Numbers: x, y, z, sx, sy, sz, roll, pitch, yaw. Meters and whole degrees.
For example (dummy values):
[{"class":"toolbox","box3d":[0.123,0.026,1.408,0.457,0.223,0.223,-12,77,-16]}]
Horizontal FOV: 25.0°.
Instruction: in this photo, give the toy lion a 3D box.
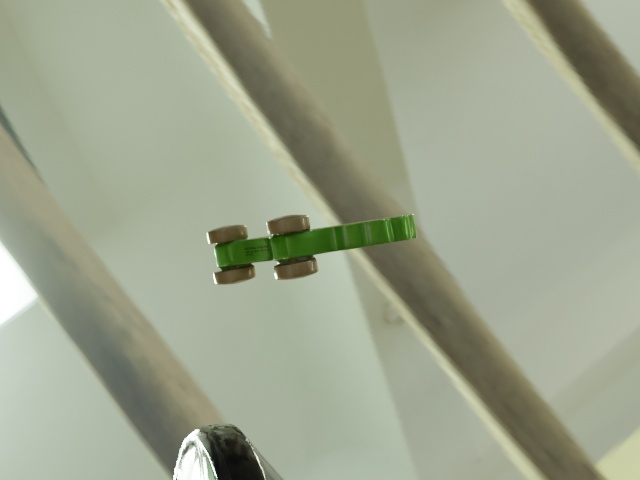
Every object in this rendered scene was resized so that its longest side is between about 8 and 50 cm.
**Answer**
[{"class":"toy lion","box3d":[0.000,0.000,0.806,0.096,0.100,0.034,-10,-88,-36]}]

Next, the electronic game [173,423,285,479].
[{"class":"electronic game","box3d":[-0.031,0.179,0.504,0.048,0.229,0.229,-1,-49,-14]}]
